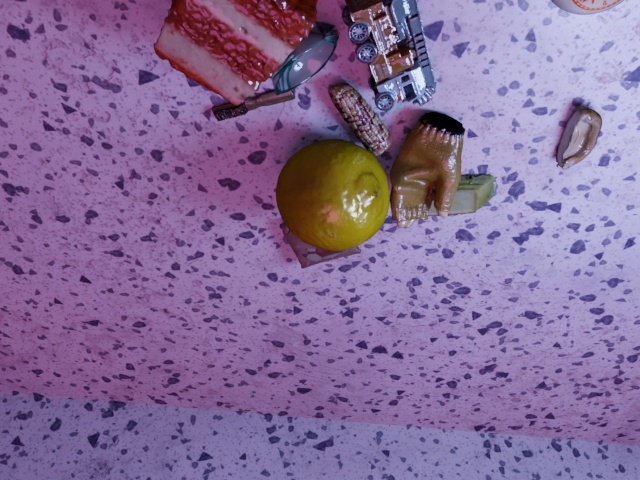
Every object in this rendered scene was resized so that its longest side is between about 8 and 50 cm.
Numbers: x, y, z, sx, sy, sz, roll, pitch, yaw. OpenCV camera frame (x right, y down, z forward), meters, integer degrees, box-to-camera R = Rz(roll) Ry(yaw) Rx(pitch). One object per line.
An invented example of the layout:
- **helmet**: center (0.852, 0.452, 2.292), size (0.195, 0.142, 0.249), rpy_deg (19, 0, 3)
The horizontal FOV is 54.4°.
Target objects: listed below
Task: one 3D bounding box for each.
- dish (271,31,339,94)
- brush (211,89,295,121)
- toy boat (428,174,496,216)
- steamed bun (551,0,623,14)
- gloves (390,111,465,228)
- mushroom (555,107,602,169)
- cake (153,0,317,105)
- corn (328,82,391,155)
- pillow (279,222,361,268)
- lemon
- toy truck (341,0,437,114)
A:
- **dish**: center (-0.064, -0.467, 1.579), size (0.224, 0.246, 0.078), rpy_deg (-38, 87, 28)
- **brush**: center (-0.192, -0.384, 1.764), size (0.248, 0.036, 0.043), rpy_deg (-11, 138, 14)
- **toy boat**: center (0.411, -0.139, 1.942), size (0.276, 0.084, 0.111), rpy_deg (-5, 133, 10)
- **steamed bun**: center (0.621, -0.613, 1.397), size (0.232, 0.145, 0.231), rpy_deg (2, 135, 2)
- **gloves**: center (0.307, -0.193, 1.814), size (0.203, 0.155, 0.356), rpy_deg (18, 110, 1)
- **mushroom**: center (0.739, -0.295, 1.768), size (0.094, 0.072, 0.209), rpy_deg (2, 139, 4)
- **cake**: center (-0.197, -0.530, 1.446), size (0.269, 0.270, 0.319), rpy_deg (32, 129, -26)
- **corn**: center (0.113, -0.345, 1.752), size (0.086, 0.086, 0.253), rpy_deg (-25, 126, 26)
- **pillow**: center (0.000, 0.000, 2.109), size (0.236, 0.084, 0.223), rpy_deg (-13, 135, 20)
- **lemon**: center (0.032, -0.130, 1.804), size (0.348, 0.348, 0.348), rpy_deg (2, 136, 2)
- **toy truck**: center (0.188, -0.474, 1.582), size (0.184, 0.133, 0.338), rpy_deg (-21, 129, 11)
